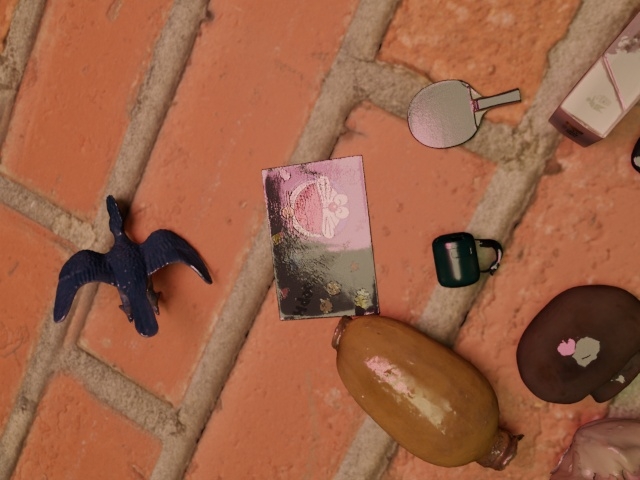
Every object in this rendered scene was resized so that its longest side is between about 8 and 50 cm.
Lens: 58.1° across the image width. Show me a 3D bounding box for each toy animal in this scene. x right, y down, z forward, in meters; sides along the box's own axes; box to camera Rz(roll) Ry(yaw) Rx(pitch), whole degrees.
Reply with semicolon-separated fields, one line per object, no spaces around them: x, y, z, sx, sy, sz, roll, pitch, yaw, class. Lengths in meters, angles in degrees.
-0.310;0.046;0.917;0.255;0.239;0.177;40;144;50;toy animal

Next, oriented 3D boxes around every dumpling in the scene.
0.394;0.284;0.737;0.199;0.136;0.118;-29;79;7;dumpling

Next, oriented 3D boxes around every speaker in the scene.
0.207;0.025;0.805;0.094;0.060;0.076;-10;93;17;speaker

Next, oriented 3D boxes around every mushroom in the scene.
0.342;0.144;0.757;0.141;0.117;0.188;45;110;20;mushroom

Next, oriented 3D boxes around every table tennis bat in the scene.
0.200;-0.184;0.812;0.157;0.014;0.095;-11;91;19;table tennis bat

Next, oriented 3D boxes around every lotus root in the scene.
0.140;0.211;0.805;0.303;0.131;0.146;37;105;10;lotus root

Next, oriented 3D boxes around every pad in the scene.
0.000;0.000;0.895;0.170;0.006;0.246;-5;93;17;pad

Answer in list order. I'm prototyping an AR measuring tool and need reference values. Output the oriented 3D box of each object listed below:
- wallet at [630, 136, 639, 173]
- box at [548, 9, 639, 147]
0.512;-0.159;0.702;0.149;0.044;0.250;35;107;10;wallet
0.381;-0.228;0.680;0.067;0.155;0.243;41;103;11;box
